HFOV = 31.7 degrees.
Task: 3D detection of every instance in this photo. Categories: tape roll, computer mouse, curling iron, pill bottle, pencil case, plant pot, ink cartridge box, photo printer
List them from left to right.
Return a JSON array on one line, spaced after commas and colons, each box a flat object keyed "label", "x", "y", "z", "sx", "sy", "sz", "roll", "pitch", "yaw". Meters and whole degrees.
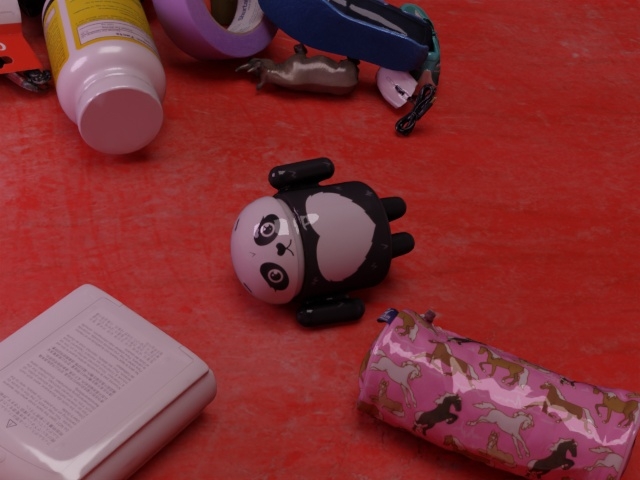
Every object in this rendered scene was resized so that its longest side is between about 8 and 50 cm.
[{"label": "ink cartridge box", "x": -0.604, "y": -0.399, "z": 1.973, "sx": 0.232, "sy": 0.066, "sz": 0.189, "roll": 51, "pitch": 37, "yaw": 14}, {"label": "curling iron", "x": -0.596, "y": -0.333, "z": 2.072, "sx": 0.274, "sy": 0.035, "sz": 0.068, "roll": 28, "pitch": 24, "yaw": 25}, {"label": "photo printer", "x": -0.326, "y": 0.215, "z": 1.464, "sx": 0.256, "sy": 0.107, "sz": 0.307, "roll": 31, "pitch": 46, "yaw": 21}, {"label": "pill bottle", "x": -0.375, "y": -0.307, "z": 1.971, "sx": 0.188, "sy": 0.188, "sz": 0.334, "roll": -5, "pitch": 44, "yaw": -17}, {"label": "tape roll", "x": -0.190, "y": -0.480, "z": 2.134, "sx": 0.090, "sy": 0.275, "sz": 0.275, "roll": 3, "pitch": 30, "yaw": 41}, {"label": "plant pot", "x": -0.193, "y": -0.483, "z": 2.286, "sx": 0.083, "sy": 0.079, "sz": 0.083, "roll": 6, "pitch": 43, "yaw": -6}, {"label": "computer mouse", "x": 0.147, "y": -0.288, "z": 2.141, "sx": 0.042, "sy": 0.106, "sz": 0.193, "roll": 24, "pitch": 22, "yaw": -38}, {"label": "pencil case", "x": 0.244, "y": 0.222, "z": 1.545, "sx": 0.386, "sy": 0.167, "sz": 0.160, "roll": 21, "pitch": 7, "yaw": 11}]

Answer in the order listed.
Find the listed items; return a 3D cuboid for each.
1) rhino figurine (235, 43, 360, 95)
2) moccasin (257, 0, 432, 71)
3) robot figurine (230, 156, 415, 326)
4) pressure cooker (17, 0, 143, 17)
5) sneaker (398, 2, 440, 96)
[{"label": "rhino figurine", "x": -0.040, "y": -0.323, "z": 2.147, "sx": 0.243, "sy": 0.073, "sz": 0.106, "roll": 1, "pitch": 40, "yaw": -9}, {"label": "moccasin", "x": 0.048, "y": -0.419, "z": 2.145, "sx": 0.342, "sy": 0.137, "sz": 0.117, "roll": 26, "pitch": 48, "yaw": 2}, {"label": "robot figurine", "x": 0.001, "y": 0.002, "z": 1.720, "sx": 0.278, "sy": 0.173, "sz": 0.209, "roll": -10, "pitch": 46, "yaw": -23}, {"label": "pressure cooker", "x": -0.466, "y": -0.632, "z": 2.181, "sx": 0.420, "sy": 0.370, "sz": 0.375, "roll": 35, "pitch": 27, "yaw": 24}, {"label": "sneaker", "x": 0.202, "y": -0.400, "z": 2.256, "sx": 0.107, "sy": 0.110, "sz": 0.275, "roll": 3, "pitch": 42, "yaw": -9}]
